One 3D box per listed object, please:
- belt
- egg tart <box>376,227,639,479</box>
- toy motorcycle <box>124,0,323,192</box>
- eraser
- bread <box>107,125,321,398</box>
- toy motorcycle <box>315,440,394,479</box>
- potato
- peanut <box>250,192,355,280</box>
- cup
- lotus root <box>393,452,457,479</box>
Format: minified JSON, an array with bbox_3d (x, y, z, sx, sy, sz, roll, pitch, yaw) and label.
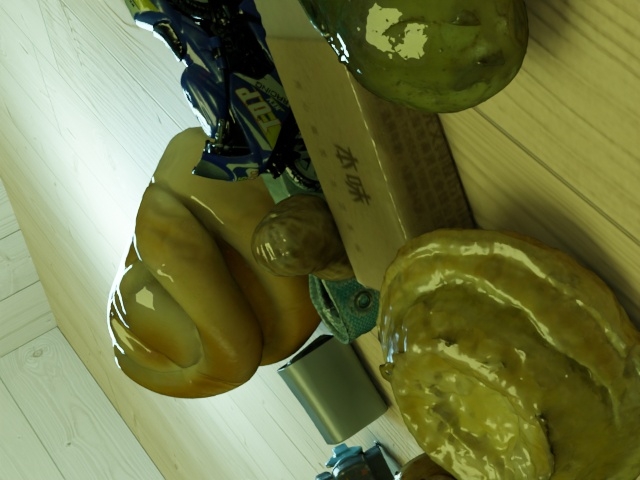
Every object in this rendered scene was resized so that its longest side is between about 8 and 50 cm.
[{"bbox_3d":[-0.007,-0.021,1.340,0.087,0.072,0.302,28,144,63],"label":"belt"},{"bbox_3d":[0.147,0.125,1.008,0.290,0.115,0.290,26,137,28],"label":"egg tart"},{"bbox_3d":[-0.094,-0.168,1.209,0.315,0.169,0.113,58,161,2],"label":"toy motorcycle"},{"bbox_3d":[0.044,-0.104,1.098,0.144,0.078,0.343,18,134,59],"label":"eraser"},{"bbox_3d":[-0.168,0.035,1.548,0.329,0.245,0.424,57,156,10],"label":"bread"},{"bbox_3d":[0.088,0.410,1.630,0.272,0.124,0.182,63,175,-1],"label":"toy motorcycle"},{"bbox_3d":[0.049,-0.197,0.859,0.248,0.143,0.169,54,149,18],"label":"potato"},{"bbox_3d":[0.000,-0.002,1.228,0.089,0.089,0.193,50,-158,26],"label":"peanut"},{"bbox_3d":[0.010,0.194,1.569,0.129,0.095,0.128,58,162,1],"label":"cup"},{"bbox_3d":[0.152,0.314,1.333,0.154,0.140,0.257,34,161,25],"label":"lotus root"}]
